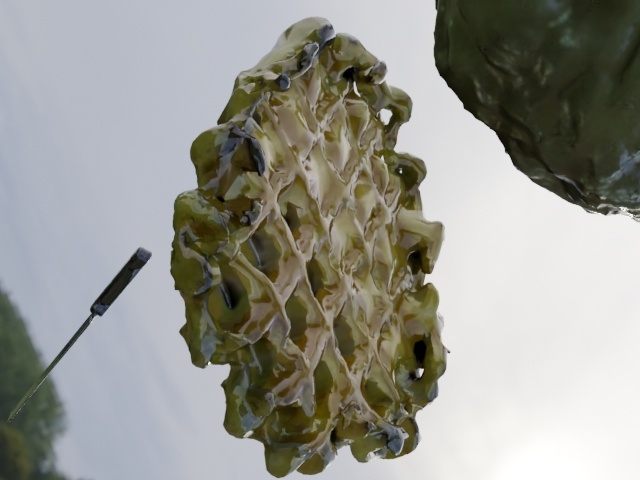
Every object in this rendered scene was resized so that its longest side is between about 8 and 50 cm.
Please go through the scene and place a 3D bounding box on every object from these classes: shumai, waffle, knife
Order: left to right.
[{"bbox_3d":[-0.269,0.107,1.744,0.019,0.245,0.072,39,1,-9],"label":"knife"},{"bbox_3d":[0.003,0.000,0.901,0.262,0.060,0.280,25,61,-57],"label":"waffle"},{"bbox_3d":[0.190,-0.123,0.675,0.218,0.256,0.189,118,-48,-63],"label":"shumai"}]
